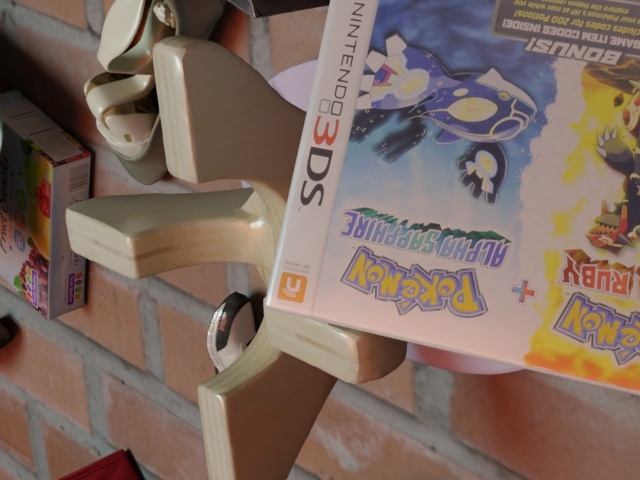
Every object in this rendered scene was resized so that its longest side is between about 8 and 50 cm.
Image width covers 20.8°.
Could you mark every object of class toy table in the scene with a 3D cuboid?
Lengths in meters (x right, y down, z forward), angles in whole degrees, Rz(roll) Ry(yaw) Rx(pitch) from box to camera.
[{"bbox_3d":[0.000,0.000,0.916,0.274,0.161,0.252,4,111,53],"label":"toy table"}]

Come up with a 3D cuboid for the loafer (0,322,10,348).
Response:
[{"bbox_3d":[-0.304,0.082,1.442,0.148,0.056,0.050,-24,95,54],"label":"loafer"}]

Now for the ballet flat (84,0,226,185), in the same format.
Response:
[{"bbox_3d":[-0.114,-0.107,1.083,0.072,0.068,0.213,51,142,21],"label":"ballet flat"}]

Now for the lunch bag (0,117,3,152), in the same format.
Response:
[{"bbox_3d":[-0.373,-0.069,1.225,0.223,0.262,0.160,-126,34,-50],"label":"lunch bag"}]

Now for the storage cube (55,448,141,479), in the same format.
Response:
[{"bbox_3d":[-0.210,0.303,1.329,0.193,0.183,0.215,61,144,8],"label":"storage cube"}]

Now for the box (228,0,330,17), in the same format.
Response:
[{"bbox_3d":[-0.068,-0.257,0.894,0.270,0.060,0.216,-139,40,-55],"label":"box"}]

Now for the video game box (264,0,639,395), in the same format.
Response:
[{"bbox_3d":[0.092,-0.039,0.737,0.205,0.048,0.187,12,92,20],"label":"video game box"}]

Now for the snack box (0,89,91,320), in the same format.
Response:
[{"bbox_3d":[-0.212,-0.026,1.280,0.100,0.037,0.141,39,136,36],"label":"snack box"}]

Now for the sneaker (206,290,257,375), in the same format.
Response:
[{"bbox_3d":[-0.046,0.082,1.131,0.044,0.040,0.109,16,126,28],"label":"sneaker"}]
